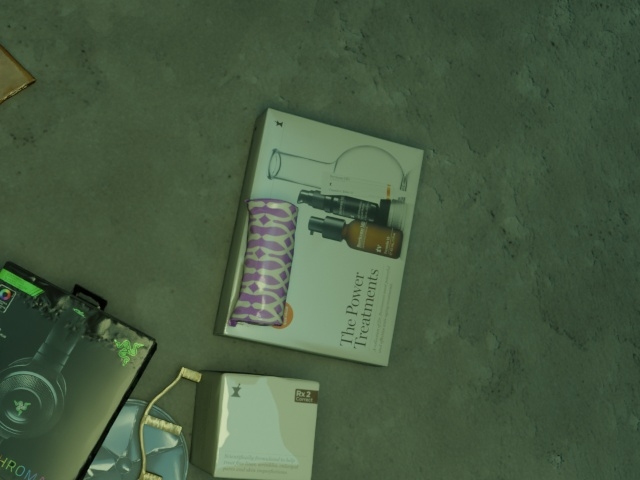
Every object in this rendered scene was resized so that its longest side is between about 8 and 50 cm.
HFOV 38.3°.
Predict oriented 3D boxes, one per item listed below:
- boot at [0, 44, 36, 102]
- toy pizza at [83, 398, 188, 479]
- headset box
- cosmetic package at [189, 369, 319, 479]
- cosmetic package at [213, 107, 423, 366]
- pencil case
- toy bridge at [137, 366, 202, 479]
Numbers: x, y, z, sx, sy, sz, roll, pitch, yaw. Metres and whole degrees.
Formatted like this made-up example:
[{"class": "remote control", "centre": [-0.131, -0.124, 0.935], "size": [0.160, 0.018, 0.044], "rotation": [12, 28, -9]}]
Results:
[{"class": "boot", "centre": [-0.531, -0.348, 1.389], "size": [0.264, 0.096, 0.280], "rotation": [-42, 99, -18]}, {"class": "toy pizza", "centre": [-0.305, 0.345, 1.424], "size": [0.201, 0.032, 0.201], "rotation": [2, 85, -18]}, {"class": "headset box", "centre": [-0.401, 0.199, 1.335], "size": [0.246, 0.131, 0.283], "rotation": [30, 75, -3]}, {"class": "cosmetic package", "centre": [-0.105, 0.281, 1.419], "size": [0.151, 0.184, 0.151], "rotation": [7, 82, -18]}, {"class": "cosmetic package", "centre": [0.000, 0.000, 1.535], "size": [0.285, 0.097, 0.377], "rotation": [12, 80, -14]}, {"class": "pencil case", "centre": [-0.088, 0.032, 1.412], "size": [0.088, 0.086, 0.206], "rotation": [3, 79, 20]}, {"class": "toy bridge", "centre": [-0.245, 0.283, 1.419], "size": [0.063, 0.026, 0.188], "rotation": [23, 78, -13]}]
